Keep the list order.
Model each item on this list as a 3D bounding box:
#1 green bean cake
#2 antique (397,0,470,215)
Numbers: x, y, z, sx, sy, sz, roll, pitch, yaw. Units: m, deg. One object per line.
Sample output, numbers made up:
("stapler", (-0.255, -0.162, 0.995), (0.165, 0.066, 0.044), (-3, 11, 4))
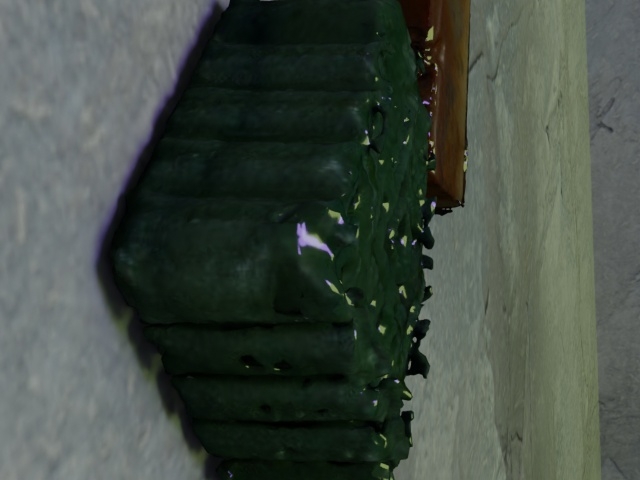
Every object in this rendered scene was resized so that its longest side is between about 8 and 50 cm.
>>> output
("green bean cake", (0.000, 0.000, 0.549), (0.193, 0.107, 0.208), (68, 28, -44))
("antique", (0.049, -0.175, 0.715), (0.093, 0.087, 0.310), (27, 65, -66))
